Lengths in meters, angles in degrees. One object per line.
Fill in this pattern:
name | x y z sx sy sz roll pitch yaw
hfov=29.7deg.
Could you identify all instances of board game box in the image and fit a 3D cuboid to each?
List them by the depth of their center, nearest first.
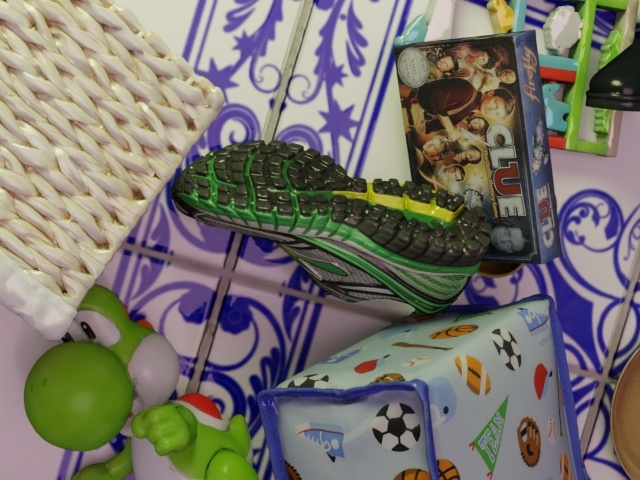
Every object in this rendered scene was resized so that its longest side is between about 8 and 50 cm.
board game box | 0.169 -0.098 1.312 0.042 0.165 0.243 -20 106 -44

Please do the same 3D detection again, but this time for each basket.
basket | -0.310 -0.116 1.122 0.328 0.331 0.266 41 78 -16

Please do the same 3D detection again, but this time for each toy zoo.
toy zoo | 0.225 -0.209 1.415 0.293 0.030 0.192 6 94 -16

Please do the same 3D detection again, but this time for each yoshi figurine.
yoshi figurine | -0.186 0.223 1.259 0.203 0.203 0.362 -35 101 -4

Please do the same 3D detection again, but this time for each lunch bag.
lunch bag | 0.128 0.287 1.274 0.328 0.239 0.385 -23 101 -51

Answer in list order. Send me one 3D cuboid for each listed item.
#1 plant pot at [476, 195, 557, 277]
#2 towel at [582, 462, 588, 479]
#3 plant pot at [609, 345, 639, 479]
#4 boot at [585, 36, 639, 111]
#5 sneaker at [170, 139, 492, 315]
plant pot | 0.217 -0.034 1.391 0.095 0.134 0.134 -20 102 -43
towel | 0.309 0.339 1.495 0.067 0.029 0.119 -17 100 -13
plant pot | 0.465 0.214 1.527 0.236 0.032 0.236 -2 96 -15
boot | 0.387 -0.263 1.382 0.246 0.094 0.207 -19 112 -41
sneaker | 0.000 0.000 1.305 0.343 0.134 0.146 18 127 2
